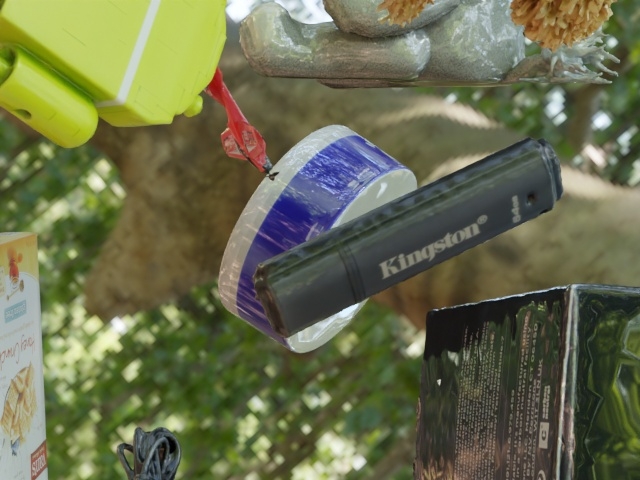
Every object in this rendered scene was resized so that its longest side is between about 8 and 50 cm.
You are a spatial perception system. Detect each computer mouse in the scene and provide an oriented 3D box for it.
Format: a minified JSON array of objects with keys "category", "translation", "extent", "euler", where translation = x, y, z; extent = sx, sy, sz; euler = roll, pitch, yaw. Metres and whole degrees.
[{"category":"computer mouse","translation":[-0.091,0.200,0.836],"extent":[0.106,0.042,0.193],"euler":[-105,-159,-56]}]

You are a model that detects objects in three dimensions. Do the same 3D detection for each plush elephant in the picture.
[{"category":"plush elephant","translation":[0.103,-0.269,1.454],"extent":[0.330,0.256,0.272],"euler":[2,3,22]}]

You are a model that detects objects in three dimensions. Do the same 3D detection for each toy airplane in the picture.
[{"category":"toy airplane","translation":[-0.088,-0.124,1.646],"extent":[0.151,0.028,0.151],"euler":[50,-13,16]}]

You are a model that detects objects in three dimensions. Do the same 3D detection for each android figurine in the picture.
[{"category":"android figurine","translation":[-0.165,-0.191,1.211],"extent":[0.056,0.248,0.273],"euler":[-1,-24,39]}]

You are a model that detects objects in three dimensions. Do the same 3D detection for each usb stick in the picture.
[{"category":"usb stick","translation":[0.074,-0.003,1.350],"extent":[0.045,0.278,0.077],"euler":[54,-14,51]}]

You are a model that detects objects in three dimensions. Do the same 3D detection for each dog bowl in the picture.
[{"category":"dog bowl","translation":[0.000,0.000,1.953],"extent":[0.104,0.265,0.265],"euler":[33,-16,20]}]

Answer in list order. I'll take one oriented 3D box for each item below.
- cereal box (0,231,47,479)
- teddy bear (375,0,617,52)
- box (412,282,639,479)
[{"category":"cereal box","translation":[-0.287,0.119,1.426],"extent":[0.173,0.047,0.240],"euler":[-44,132,-81]},{"category":"teddy bear","translation":[0.139,-0.222,0.863],"extent":[0.113,0.245,0.338],"euler":[20,-36,-35]},{"category":"box","translation":[0.357,0.201,1.342],"extent":[0.472,0.479,0.298],"euler":[146,-52,-79]}]
